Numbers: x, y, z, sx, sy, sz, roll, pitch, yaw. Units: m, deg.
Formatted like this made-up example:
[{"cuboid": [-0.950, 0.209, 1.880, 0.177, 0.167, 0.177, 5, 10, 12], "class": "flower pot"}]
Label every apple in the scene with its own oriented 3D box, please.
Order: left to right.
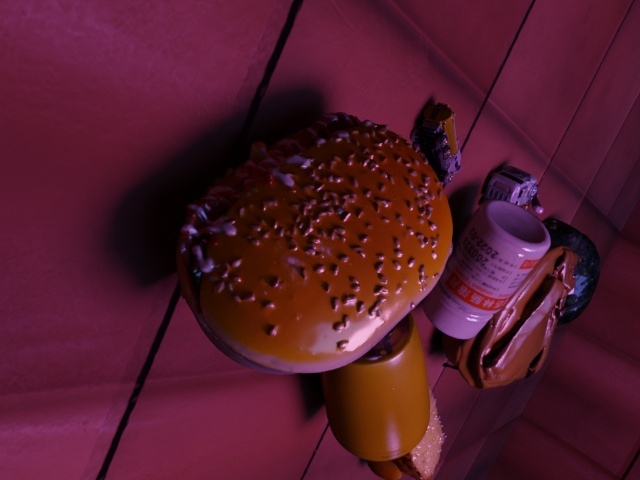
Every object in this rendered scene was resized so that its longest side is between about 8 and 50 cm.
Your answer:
[{"cuboid": [0.155, 0.480, 1.265, 0.099, 0.102, 0.114, 2, 115, -55], "class": "apple"}]

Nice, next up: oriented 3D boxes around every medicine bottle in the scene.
[{"cuboid": [0.299, 0.057, 1.052, 0.144, 0.144, 0.252, -22, 149, -44], "class": "medicine bottle"}]

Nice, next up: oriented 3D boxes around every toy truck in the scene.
[{"cuboid": [0.179, -0.143, 0.848, 0.063, 0.052, 0.123, -54, 146, -19], "class": "toy truck"}, {"cuboid": [0.355, -0.053, 1.135, 0.115, 0.080, 0.177, -17, 129, -40], "class": "toy truck"}]

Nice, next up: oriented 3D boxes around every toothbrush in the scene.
[{"cuboid": [0.466, -0.082, 1.231, 0.025, 0.020, 0.286, -63, 169, 18], "class": "toothbrush"}]

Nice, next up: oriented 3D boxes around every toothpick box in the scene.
[{"cuboid": [0.083, 0.208, 0.890, 0.175, 0.175, 0.271, -40, 139, -28], "class": "toothpick box"}]

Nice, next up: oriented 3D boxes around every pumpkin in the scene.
[{"cuboid": [0.658, 0.107, 1.566, 0.263, 0.197, 0.293, -39, 145, -33], "class": "pumpkin"}]

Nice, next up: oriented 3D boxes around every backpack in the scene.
[{"cuboid": [0.439, 0.161, 1.304, 0.353, 0.201, 0.378, 23, 99, -56], "class": "backpack"}]

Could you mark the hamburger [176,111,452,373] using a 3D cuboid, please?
[{"cuboid": [0.000, 0.000, 0.569, 0.295, 0.227, 0.151, -39, 165, -34], "class": "hamburger"}]

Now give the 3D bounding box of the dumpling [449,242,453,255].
[{"cuboid": [0.214, 0.008, 1.032, 0.052, 0.057, 0.076, -11, 106, -5], "class": "dumpling"}]

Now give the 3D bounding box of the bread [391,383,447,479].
[{"cuboid": [0.164, 0.371, 1.162, 0.129, 0.134, 0.260, -44, 131, -39], "class": "bread"}]
